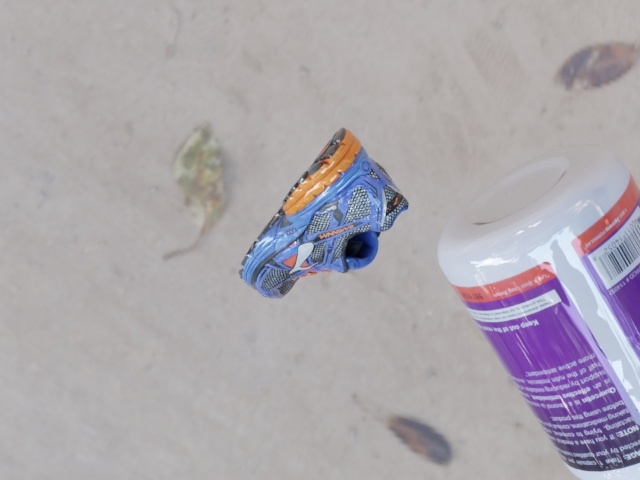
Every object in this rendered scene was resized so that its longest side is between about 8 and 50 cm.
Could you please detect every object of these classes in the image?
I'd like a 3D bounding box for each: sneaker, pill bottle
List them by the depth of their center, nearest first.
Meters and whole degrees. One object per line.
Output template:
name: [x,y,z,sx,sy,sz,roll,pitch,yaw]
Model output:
sneaker: [0.000,0.000,1.145,0.087,0.083,0.221,38,149,0]
pill bottle: [0.252,0.088,1.239,0.181,0.181,0.323,-25,107,28]
